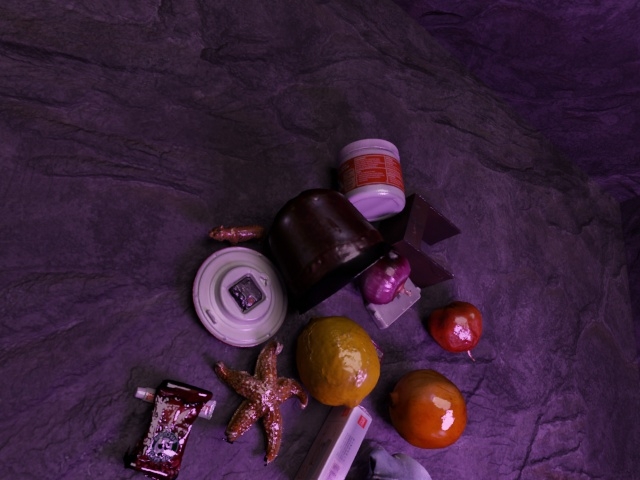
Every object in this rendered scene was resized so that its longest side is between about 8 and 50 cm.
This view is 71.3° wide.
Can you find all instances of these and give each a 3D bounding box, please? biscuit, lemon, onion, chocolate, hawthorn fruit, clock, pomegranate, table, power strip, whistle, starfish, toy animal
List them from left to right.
[{"bbox_3d":[-0.387,0.480,1.135,0.151,0.063,0.236,32,62,-26],"label":"biscuit"},{"bbox_3d":[-0.251,-0.015,1.434,0.241,0.099,0.057,-4,72,-34],"label":"toy animal"},{"bbox_3d":[-0.239,0.167,1.374,0.318,0.080,0.319,14,63,-28],"label":"clock"},{"bbox_3d":[-0.177,0.451,1.273,0.312,0.113,0.303,52,51,-7],"label":"starfish"},{"bbox_3d":[0.000,0.000,1.437,0.383,0.383,0.331,-32,86,-39],"label":"chocolate"},{"bbox_3d":[0.049,0.360,1.371,0.253,0.254,0.310,-3,48,-35],"label":"lemon"},{"bbox_3d":[0.237,0.124,1.628,0.207,0.200,0.201,-15,78,-20],"label":"onion"},{"bbox_3d":[0.283,0.230,1.718,0.270,0.046,0.118,-31,85,-37],"label":"power strip"},{"bbox_3d":[0.226,0.837,1.357,0.168,0.188,0.405,-18,114,-43],"label":"whistle"},{"bbox_3d":[0.393,0.008,1.804,0.282,0.196,0.251,34,53,-20],"label":"table"},{"bbox_3d":[0.347,0.555,1.486,0.264,0.264,0.265,14,62,-28],"label":"pomegranate"},{"bbox_3d":[0.542,0.366,1.747,0.207,0.207,0.243,-22,87,-38],"label":"hawthorn fruit"}]

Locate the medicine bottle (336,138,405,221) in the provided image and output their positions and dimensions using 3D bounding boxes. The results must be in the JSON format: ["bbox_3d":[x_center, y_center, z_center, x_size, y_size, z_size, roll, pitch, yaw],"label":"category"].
[{"bbox_3d":[0.192,-0.225,1.728,0.252,0.252,0.241,11,64,-30],"label":"medicine bottle"}]

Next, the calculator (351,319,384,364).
[{"bbox_3d":[0.141,0.387,1.563,0.190,0.034,0.127,46,51,-15],"label":"calculator"}]

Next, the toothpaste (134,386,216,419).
[{"bbox_3d":[-0.385,0.430,1.192,0.218,0.033,0.052,26,66,-26],"label":"toothpaste"}]

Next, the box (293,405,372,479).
[{"bbox_3d":[0.039,0.620,1.326,0.079,0.135,0.269,44,53,-10],"label":"box"}]
